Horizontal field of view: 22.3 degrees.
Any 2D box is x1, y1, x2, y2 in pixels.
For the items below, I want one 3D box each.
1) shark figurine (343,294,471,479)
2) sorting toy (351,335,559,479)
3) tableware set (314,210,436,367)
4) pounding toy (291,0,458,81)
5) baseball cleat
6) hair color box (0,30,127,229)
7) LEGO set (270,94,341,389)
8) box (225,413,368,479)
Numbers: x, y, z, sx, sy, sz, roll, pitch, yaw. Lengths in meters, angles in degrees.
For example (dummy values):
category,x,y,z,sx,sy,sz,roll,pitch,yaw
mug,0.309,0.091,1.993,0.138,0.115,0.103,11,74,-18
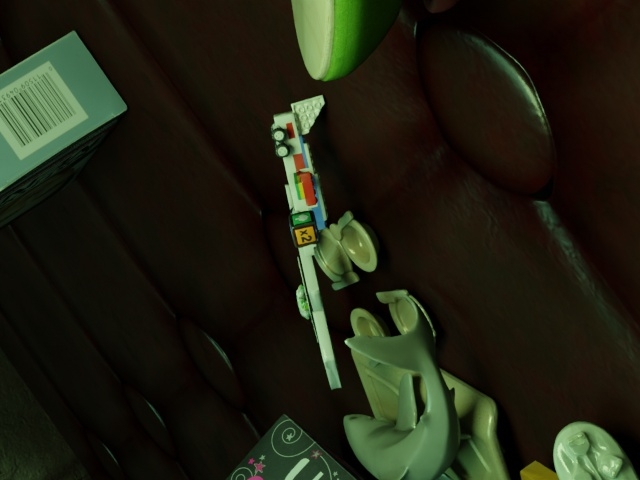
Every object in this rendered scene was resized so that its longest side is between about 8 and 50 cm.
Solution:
category,x,y,z,sx,sy,sz,roll,pitch,yaw
shark figurine,0.069,0.181,1.430,0.166,0.116,0.278,50,157,19
sorting toy,0.151,0.221,1.504,0.307,0.041,0.229,29,142,50
tableware set,0.042,0.044,1.476,0.168,0.020,0.141,59,155,3
pounding toy,0.039,-0.222,1.030,0.183,0.110,0.237,136,128,-80
baseball cleat,0.244,0.232,1.235,0.206,0.072,0.109,69,-168,14
hair color box,-0.366,-0.106,1.923,0.113,0.185,0.374,56,159,-2
LEGO set,0.000,0.000,1.394,0.244,0.060,0.182,76,-179,-63
box,0.025,0.327,1.729,0.247,0.142,0.163,37,174,38
